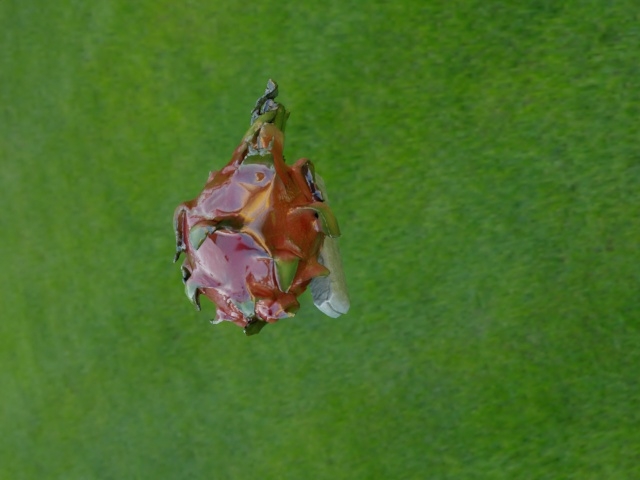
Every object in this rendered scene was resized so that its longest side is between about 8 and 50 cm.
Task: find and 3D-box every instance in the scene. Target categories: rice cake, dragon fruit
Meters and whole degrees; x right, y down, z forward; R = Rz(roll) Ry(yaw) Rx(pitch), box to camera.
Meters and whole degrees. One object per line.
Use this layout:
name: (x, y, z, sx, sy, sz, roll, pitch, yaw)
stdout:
rice cake: (-0.001, -0.001, 1.152, 0.029, 0.033, 0.170, -32, 46, 25)
dragon fruit: (-0.055, -0.033, 1.088, 0.137, 0.135, 0.235, 2, 76, 65)
